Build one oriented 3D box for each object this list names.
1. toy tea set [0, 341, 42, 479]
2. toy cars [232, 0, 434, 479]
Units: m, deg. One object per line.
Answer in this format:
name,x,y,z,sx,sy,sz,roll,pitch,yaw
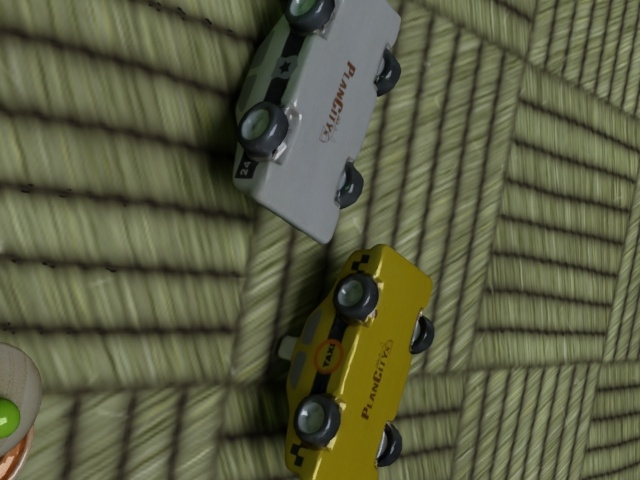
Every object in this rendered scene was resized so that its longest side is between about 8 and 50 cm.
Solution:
toy tea set,-0.267,0.119,0.295,0.336,0.124,0.200,-35,122,-36
toy cars,0.000,0.000,0.579,0.176,0.087,0.393,-26,113,-45
